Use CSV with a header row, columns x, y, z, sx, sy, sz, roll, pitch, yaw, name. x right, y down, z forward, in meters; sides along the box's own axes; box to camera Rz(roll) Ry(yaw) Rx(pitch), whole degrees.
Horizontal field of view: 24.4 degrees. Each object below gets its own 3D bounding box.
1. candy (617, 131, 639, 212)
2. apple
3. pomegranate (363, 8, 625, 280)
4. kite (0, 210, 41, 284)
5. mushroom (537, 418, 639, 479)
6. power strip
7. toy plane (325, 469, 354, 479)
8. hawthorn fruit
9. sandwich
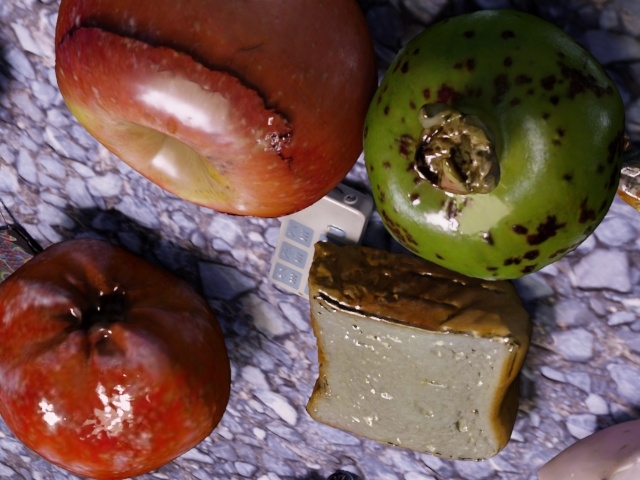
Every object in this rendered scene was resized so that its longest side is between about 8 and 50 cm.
x,y,z,sx,sy,sz,roll,pitch,yaw,name
0.291,-0.031,1.209,0.182,0.046,0.053,33,143,2,candy
-0.083,-0.144,1.224,0.271,0.206,0.251,18,153,23,apple
0.123,-0.072,1.128,0.211,0.263,0.211,3,97,24,pomegranate
-0.401,-0.017,1.774,0.152,0.015,0.285,2,135,35,kite
0.340,0.241,1.455,0.236,0.162,0.173,39,-172,-21,mushroom
0.000,0.000,1.477,0.081,0.035,0.192,27,145,7,power strip
0.056,0.352,1.813,0.286,0.108,0.092,1,135,18,toy plane
-0.237,0.132,1.642,0.284,0.284,0.284,20,143,16,hawthorn fruit
0.093,0.121,1.485,0.226,0.087,0.251,10,143,9,sandwich
